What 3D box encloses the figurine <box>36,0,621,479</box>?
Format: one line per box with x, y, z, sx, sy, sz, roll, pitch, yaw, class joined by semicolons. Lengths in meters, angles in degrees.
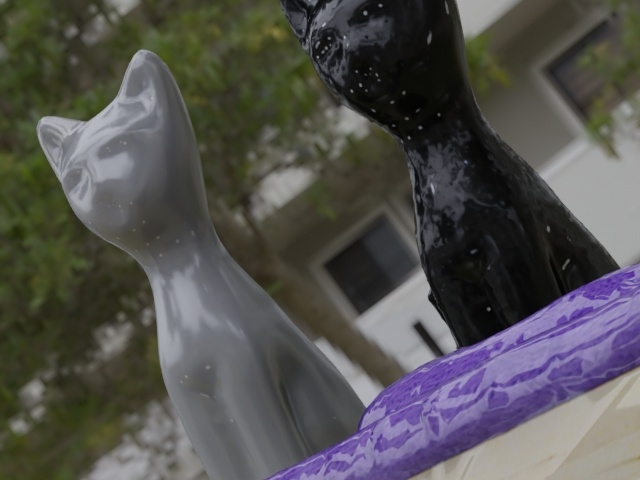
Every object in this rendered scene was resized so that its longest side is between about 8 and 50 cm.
0.000;0.000;0.791;0.215;0.209;0.092;-24;6;27;figurine

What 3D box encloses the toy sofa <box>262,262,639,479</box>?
0.050;0.058;0.466;0.150;0.177;0.362;14;-27;-26;toy sofa
